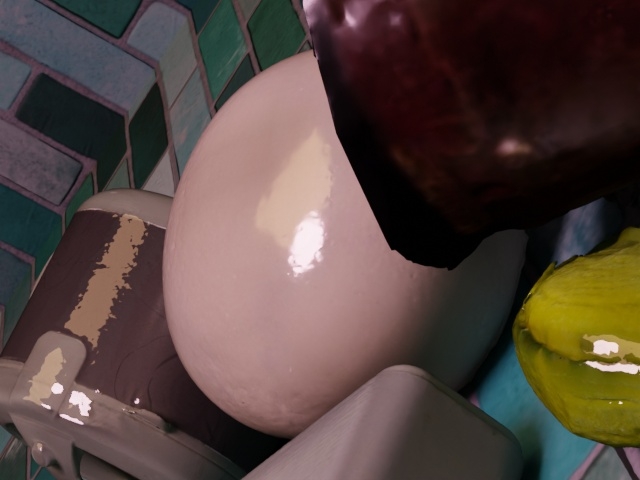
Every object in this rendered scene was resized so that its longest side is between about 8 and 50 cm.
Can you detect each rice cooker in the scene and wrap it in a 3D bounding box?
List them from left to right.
[{"bbox_3d":[-0.151,0.119,1.830,0.277,0.288,0.288,-65,18,-13],"label":"rice cooker"}]

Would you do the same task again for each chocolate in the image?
[{"bbox_3d":[0.186,-0.197,1.294,0.331,0.383,0.383,-11,39,17],"label":"chocolate"}]

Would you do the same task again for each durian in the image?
[{"bbox_3d":[0.195,0.061,1.256,0.139,0.101,0.250,-26,16,-7],"label":"durian"}]

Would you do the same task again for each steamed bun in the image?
[{"bbox_3d":[0.000,0.000,1.577,0.324,0.206,0.324,-26,55,44],"label":"steamed bun"}]

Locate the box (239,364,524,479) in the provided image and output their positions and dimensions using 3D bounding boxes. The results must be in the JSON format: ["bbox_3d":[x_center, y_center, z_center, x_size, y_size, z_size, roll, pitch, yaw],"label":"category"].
[{"bbox_3d":[0.010,0.227,1.405,0.312,0.175,0.182,-42,17,47],"label":"box"}]

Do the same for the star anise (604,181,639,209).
[{"bbox_3d":[0.230,-0.087,1.441,0.129,0.056,0.124,-61,19,2],"label":"star anise"}]
